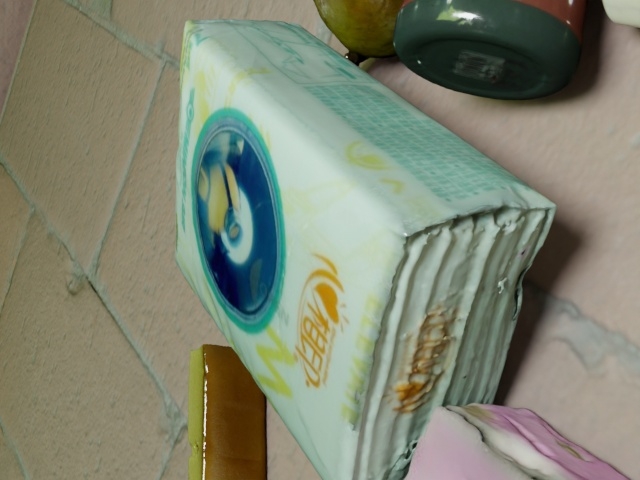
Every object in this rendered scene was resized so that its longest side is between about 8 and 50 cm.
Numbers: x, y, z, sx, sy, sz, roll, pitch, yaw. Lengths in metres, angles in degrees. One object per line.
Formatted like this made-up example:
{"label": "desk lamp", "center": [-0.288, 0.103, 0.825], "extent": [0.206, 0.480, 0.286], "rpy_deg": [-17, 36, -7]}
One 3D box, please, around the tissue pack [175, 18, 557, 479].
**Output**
{"label": "tissue pack", "center": [0.000, 0.000, 0.753], "extent": [0.388, 0.162, 0.287], "rpy_deg": [47, 138, 46]}

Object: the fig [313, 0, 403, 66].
{"label": "fig", "center": [0.050, -0.237, 0.826], "extent": [0.274, 0.170, 0.145], "rpy_deg": [114, 142, -48]}

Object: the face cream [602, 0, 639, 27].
{"label": "face cream", "center": [0.315, -0.194, 0.507], "extent": [0.348, 0.081, 0.173], "rpy_deg": [31, 107, 51]}

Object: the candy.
{"label": "candy", "center": [0.163, 0.232, 0.567], "extent": [0.265, 0.116, 0.155], "rpy_deg": [32, 107, 51]}

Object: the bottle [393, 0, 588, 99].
{"label": "bottle", "center": [0.163, -0.292, 0.670], "extent": [0.144, 0.144, 0.336], "rpy_deg": [5, 78, 53]}

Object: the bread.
{"label": "bread", "center": [-0.104, 0.232, 0.942], "extent": [0.049, 0.088, 0.226], "rpy_deg": [-21, 63, 46]}
